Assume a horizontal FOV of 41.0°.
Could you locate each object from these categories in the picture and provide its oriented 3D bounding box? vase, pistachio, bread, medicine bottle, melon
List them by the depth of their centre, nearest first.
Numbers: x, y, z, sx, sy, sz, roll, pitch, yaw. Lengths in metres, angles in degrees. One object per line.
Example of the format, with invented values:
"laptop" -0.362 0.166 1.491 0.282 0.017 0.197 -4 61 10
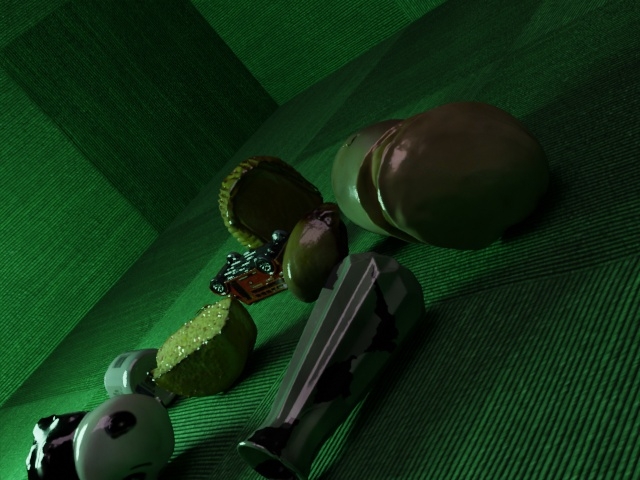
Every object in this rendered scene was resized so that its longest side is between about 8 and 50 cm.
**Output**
"vase" 0.019 0.184 1.261 0.165 0.165 0.360 -18 32 54
"pistachio" 0.222 -0.101 1.381 0.321 0.238 0.229 -14 2 -19
"melon" 0.138 -0.119 1.633 0.223 0.223 0.317 -44 10 -9
"bread" -0.222 0.229 1.711 0.229 0.139 0.143 -36 19 22
"pistachio" -0.003 0.024 1.718 0.165 0.130 0.210 23 104 34
"medicine bottle" -0.411 0.314 1.932 0.135 0.135 0.215 -50 18 -28
"bread" -0.124 -0.080 2.094 0.227 0.253 0.142 -52 15 -5

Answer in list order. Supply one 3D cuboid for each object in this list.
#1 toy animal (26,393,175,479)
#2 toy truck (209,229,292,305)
"toy animal" -0.384 0.397 1.551 0.266 0.213 0.212 -19 25 27
"toy truck" -0.141 0.073 1.980 0.252 0.114 0.107 -25 25 41
